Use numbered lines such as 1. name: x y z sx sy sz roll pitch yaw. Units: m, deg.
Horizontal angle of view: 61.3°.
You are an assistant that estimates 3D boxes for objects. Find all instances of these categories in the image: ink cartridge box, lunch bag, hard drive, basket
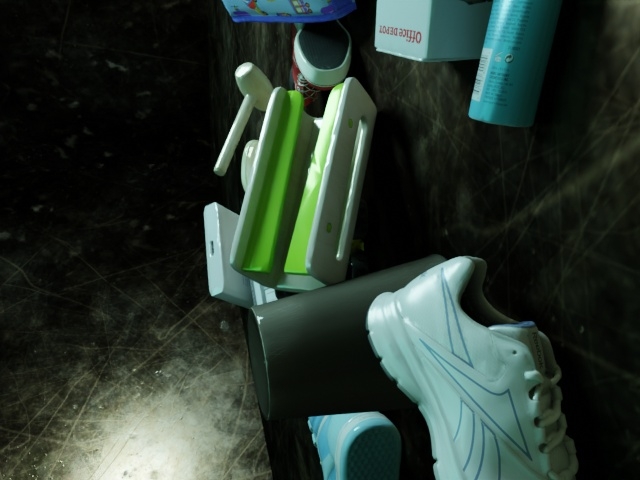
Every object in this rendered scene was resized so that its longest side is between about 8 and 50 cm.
1. ink cartridge box: 0.109 -0.263 0.500 0.127 0.072 0.175 -126 33 -60
2. lunch bag: -0.074 -0.432 0.778 0.293 0.138 0.221 40 166 48
3. hard drive: -0.137 0.061 1.203 0.307 0.040 0.203 32 -138 -54
4. basket: 0.037 0.127 0.638 0.154 0.227 0.204 -122 29 -57

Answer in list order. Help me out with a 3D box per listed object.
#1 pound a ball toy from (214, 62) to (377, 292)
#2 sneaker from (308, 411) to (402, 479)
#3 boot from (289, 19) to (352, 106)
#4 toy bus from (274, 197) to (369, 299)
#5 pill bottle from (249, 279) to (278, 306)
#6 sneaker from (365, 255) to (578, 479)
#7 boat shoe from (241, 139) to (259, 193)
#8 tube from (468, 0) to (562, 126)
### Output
1. pound a ball toy: -0.040 -0.093 0.763 0.136 0.208 0.319 39 -122 -55
2. sneaker: 0.044 0.393 0.926 0.208 0.127 0.319 -137 53 -64
3. boot: -0.009 -0.275 0.906 0.176 0.088 0.244 98 167 -44
4. toy bus: 0.000 0.000 0.922 0.211 0.149 0.220 -93 2 -77
5. pill bottle: -0.054 0.115 1.082 0.161 0.161 0.283 118 142 -64
6. sneaker: 0.151 0.144 0.456 0.129 0.111 0.297 -45 61 29
7. boat shoe: -0.131 -0.115 1.406 0.098 0.109 0.302 -7 90 35
8. tube: 0.158 -0.194 0.409 0.080 0.052 0.207 -133 44 -57
